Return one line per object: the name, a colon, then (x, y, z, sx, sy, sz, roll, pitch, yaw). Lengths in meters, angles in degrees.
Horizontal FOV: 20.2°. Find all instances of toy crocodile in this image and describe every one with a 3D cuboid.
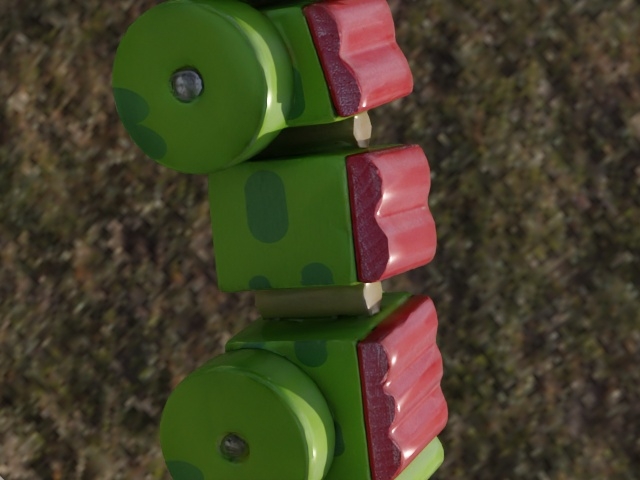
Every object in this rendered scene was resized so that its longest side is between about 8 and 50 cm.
toy crocodile: (0.000, 0.000, 0.696, 0.115, 0.105, 0.341, -27, 113, -61)

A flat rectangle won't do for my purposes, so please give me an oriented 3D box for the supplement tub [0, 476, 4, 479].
supplement tub: (-0.179, 0.183, 0.372, 0.228, 0.228, 0.316, 34, 24, -14)
